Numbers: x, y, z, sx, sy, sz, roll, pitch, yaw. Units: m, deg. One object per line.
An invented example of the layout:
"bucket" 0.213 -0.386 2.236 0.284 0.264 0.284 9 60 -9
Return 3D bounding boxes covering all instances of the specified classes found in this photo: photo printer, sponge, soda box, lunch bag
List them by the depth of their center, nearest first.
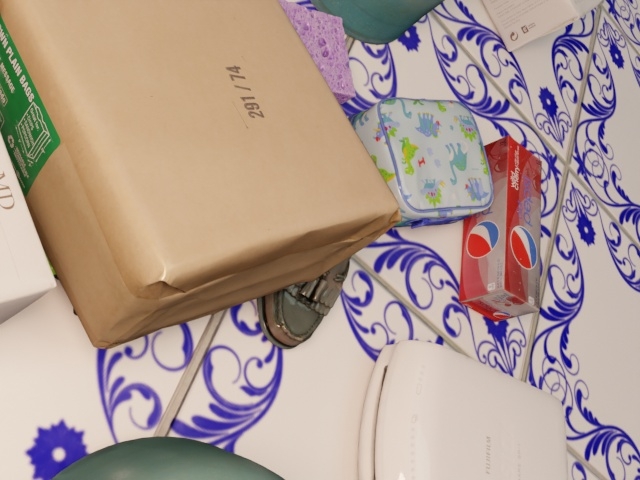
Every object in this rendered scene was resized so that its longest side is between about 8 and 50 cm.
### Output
"photo printer" 0.175 0.272 1.037 0.307 0.107 0.256 27 56 -31
"sponge" -0.049 -0.245 1.054 0.210 0.031 0.117 5 71 -42
"lunch bag" 0.140 -0.103 1.166 0.219 0.090 0.176 -7 78 -44
"soda box" 0.271 -0.019 1.261 0.092 0.083 0.263 29 56 -33

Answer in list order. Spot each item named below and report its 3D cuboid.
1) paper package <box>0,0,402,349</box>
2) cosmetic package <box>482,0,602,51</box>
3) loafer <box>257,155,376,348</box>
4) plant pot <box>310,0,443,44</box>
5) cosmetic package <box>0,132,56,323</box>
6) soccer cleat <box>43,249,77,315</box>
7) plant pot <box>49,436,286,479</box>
"paper package" -0.133 -0.097 0.807 0.309 0.168 0.325 -17 73 -45
"cosmetic package" 0.347 -0.558 1.488 0.217 0.156 0.385 -38 102 -42
"loafer" 0.000 0.000 0.999 0.096 0.084 0.268 37 52 -27
"plant pot" 0.126 -0.451 1.170 0.271 0.255 0.272 17 64 -38
"cosmetic package" -0.400 0.010 0.574 0.365 0.155 0.197 -19 85 -44
"soccer cleat" -0.197 0.050 0.822 0.179 0.060 0.072 28 67 -26
"plant pot" -0.099 0.295 0.631 0.293 0.235 0.293 6 75 -22
